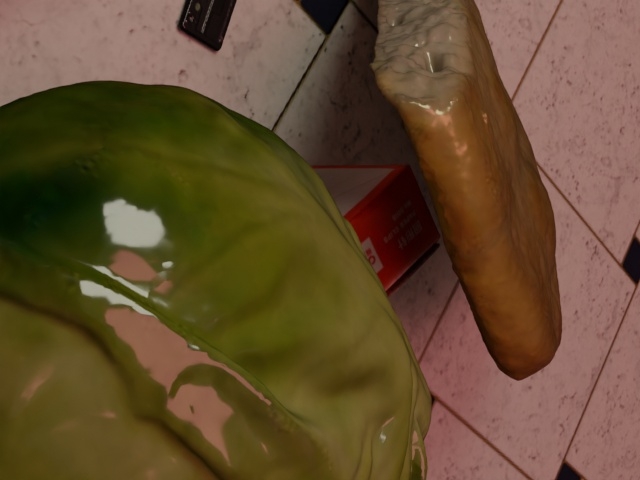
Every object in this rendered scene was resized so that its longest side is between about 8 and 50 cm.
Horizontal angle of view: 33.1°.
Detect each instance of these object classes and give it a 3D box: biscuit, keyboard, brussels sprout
[{"bbox_3d":[0.158,-0.082,1.066,0.429,0.104,0.446,-83,152,-62],"label":"biscuit"},{"bbox_3d":[-0.091,-0.260,1.024,0.053,0.010,0.155,27,76,-40],"label":"keyboard"},{"bbox_3d":[-0.153,0.080,0.757,0.425,0.342,0.361,-31,131,-12],"label":"brussels sprout"}]

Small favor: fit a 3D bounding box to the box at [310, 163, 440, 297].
[{"bbox_3d":[0.000,0.000,1.016,0.133,0.182,0.099,-42,119,-34],"label":"box"}]
